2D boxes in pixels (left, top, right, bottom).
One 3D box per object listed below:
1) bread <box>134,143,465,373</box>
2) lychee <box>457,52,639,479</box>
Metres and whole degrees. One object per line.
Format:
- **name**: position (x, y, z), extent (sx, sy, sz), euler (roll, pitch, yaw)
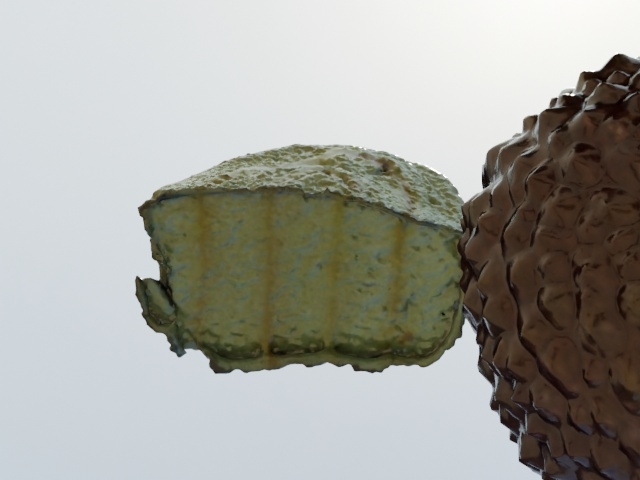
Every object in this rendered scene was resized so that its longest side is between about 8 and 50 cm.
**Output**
- **bread**: position (-0.005, -0.002, 0.888), extent (0.110, 0.156, 0.103), euler (-81, 178, -60)
- **lychee**: position (0.134, 0.024, 0.681), extent (0.188, 0.188, 0.188), euler (-27, -131, 36)
